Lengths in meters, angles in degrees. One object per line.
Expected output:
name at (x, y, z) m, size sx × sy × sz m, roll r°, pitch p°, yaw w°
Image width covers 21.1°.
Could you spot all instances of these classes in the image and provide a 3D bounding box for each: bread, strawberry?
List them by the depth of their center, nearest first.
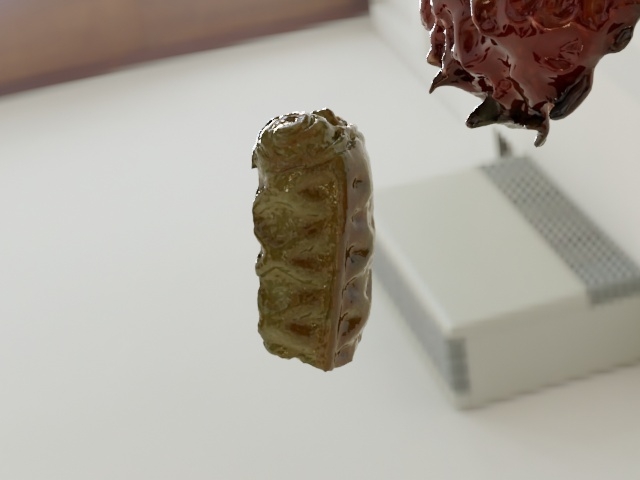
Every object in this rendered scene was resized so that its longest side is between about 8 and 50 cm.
strawberry at (0.165, -0.206, 1.139) m, size 0.150 × 0.280 × 0.253 m, roll 35°, pitch -145°, yaw -1°
bread at (0.000, 0.000, 1.527) m, size 0.128 × 0.232 × 0.088 m, roll -17°, pitch -159°, yaw -42°
